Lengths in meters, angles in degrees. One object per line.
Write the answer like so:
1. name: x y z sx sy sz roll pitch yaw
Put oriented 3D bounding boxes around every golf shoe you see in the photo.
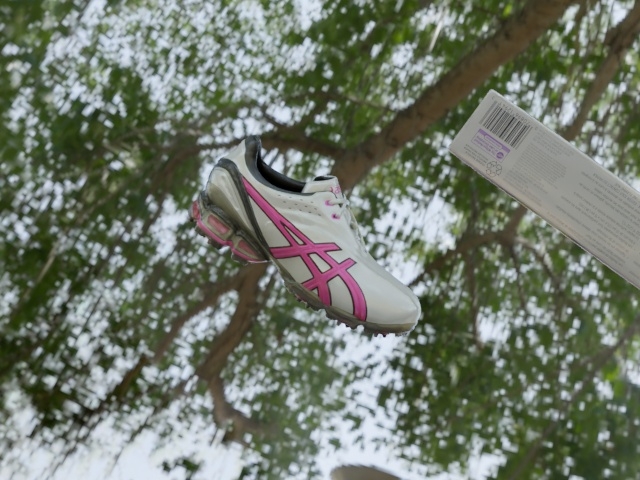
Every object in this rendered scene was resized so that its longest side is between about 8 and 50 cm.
1. golf shoe: 0.000 0.000 0.742 0.186 0.067 0.086 33 -74 -4

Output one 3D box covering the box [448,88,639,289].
1. box: 0.252 -0.006 0.849 0.324 0.063 0.067 36 -80 7
